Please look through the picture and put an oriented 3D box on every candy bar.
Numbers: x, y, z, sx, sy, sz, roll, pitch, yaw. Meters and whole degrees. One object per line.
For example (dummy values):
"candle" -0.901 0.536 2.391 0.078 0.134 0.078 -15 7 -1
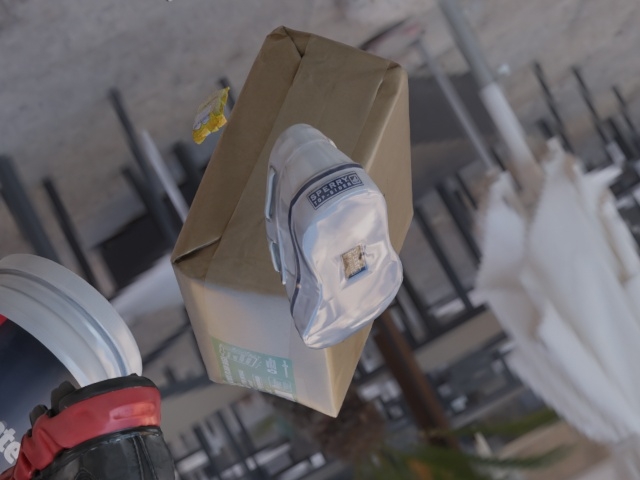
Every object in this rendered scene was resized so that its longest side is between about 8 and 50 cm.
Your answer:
"candy bar" -0.108 -0.126 1.541 0.040 0.018 0.161 -39 -167 8

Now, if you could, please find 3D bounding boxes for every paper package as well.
"paper package" -0.021 -0.009 1.727 0.325 0.168 0.309 82 27 -62

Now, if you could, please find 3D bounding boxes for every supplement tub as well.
"supplement tub" -0.297 0.159 1.325 0.272 0.191 0.191 -50 -176 -37

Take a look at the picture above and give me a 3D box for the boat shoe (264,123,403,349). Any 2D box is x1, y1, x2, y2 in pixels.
"boat shoe" 0.000 0.000 1.232 0.096 0.088 0.267 -30 155 -6

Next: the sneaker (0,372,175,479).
"sneaker" -0.181 0.208 1.081 0.097 0.135 0.276 -5 150 -42
